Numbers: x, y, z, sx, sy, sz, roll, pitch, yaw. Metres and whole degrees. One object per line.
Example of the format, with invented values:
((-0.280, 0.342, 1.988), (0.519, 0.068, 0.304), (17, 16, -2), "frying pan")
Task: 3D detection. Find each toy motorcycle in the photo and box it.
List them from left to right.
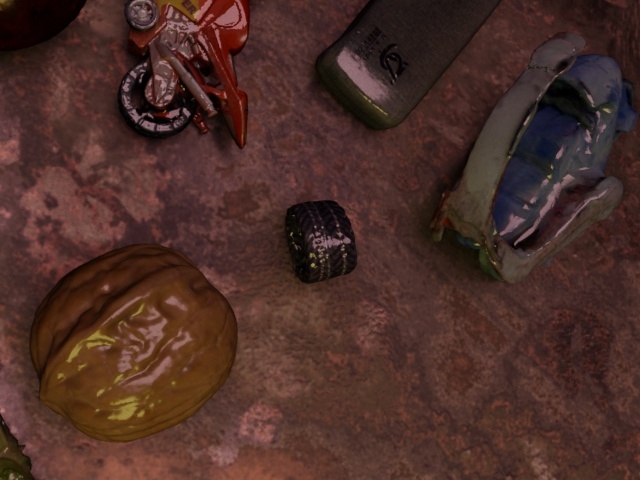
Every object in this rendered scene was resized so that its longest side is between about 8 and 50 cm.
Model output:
((-0.145, -0.258, 1.124), (0.171, 0.089, 0.298), (7, 80, -19), "toy motorcycle")
((0.282, -0.096, 1.163), (0.182, 0.241, 0.319), (34, 84, 9), "toy motorcycle")

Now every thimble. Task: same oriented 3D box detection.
((0.000, -0.001, 1.127), (0.066, 0.104, 0.095), (-13, 82, -13), "thimble")

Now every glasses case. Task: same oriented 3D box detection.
((0.132, -0.287, 1.231), (0.131, 0.074, 0.323), (43, 71, -11), "glasses case")

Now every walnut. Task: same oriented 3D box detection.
((-0.194, 0.107, 1.002), (0.213, 0.213, 0.213), (3, 81, -19), "walnut")

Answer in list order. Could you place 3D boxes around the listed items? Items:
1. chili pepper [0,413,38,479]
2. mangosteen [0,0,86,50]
((-0.355, 0.245, 0.960), (0.116, 0.148, 0.264), (-24, 92, 6), "chili pepper")
((-0.364, -0.299, 1.010), (0.258, 0.215, 0.215), (-8, 83, 11), "mangosteen")
